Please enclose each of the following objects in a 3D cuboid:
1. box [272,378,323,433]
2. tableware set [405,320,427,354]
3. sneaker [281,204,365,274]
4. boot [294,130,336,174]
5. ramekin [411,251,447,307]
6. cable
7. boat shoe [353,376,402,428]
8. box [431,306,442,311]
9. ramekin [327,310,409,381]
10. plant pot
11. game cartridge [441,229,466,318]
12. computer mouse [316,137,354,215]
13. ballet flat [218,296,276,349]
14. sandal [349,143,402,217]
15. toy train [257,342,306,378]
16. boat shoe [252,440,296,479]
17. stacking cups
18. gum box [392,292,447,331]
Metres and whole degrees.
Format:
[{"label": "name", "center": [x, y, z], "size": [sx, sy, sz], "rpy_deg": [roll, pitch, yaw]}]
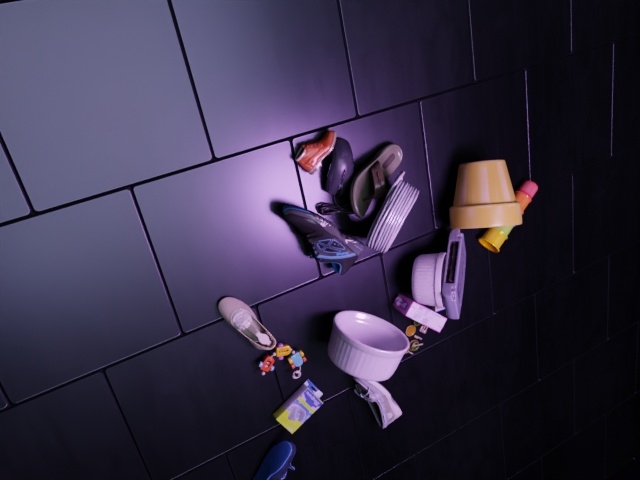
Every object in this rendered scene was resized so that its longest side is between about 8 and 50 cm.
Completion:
[{"label": "box", "center": [-0.074, 0.607, 1.906], "size": [0.178, 0.042, 0.109], "rpy_deg": [-43, 120, -9]}, {"label": "tableware set", "center": [0.378, 0.383, 2.086], "size": [0.104, 0.024, 0.154], "rpy_deg": [30, 90, -31]}, {"label": "sneaker", "center": [0.000, 0.000, 1.709], "size": [0.341, 0.125, 0.139], "rpy_deg": [32, 91, -31]}, {"label": "boot", "center": [-0.014, -0.295, 1.651], "size": [0.085, 0.059, 0.157], "rpy_deg": [35, 89, -27]}, {"label": "ramekin", "center": [0.408, 0.144, 1.931], "size": [0.207, 0.109, 0.206], "rpy_deg": [2, 90, -68]}, {"label": "cable", "center": [0.237, -0.079, 1.746], "size": [0.089, 0.257, 0.257], "rpy_deg": [27, 70, 5]}, {"label": "boat shoe", "center": [0.209, 0.613, 2.018], "size": [0.103, 0.118, 0.320], "rpy_deg": [-44, 127, -14]}, {"label": "box", "center": [0.485, 0.225, 2.092], "size": [0.081, 0.028, 0.136], "rpy_deg": [-14, 110, -24]}, {"label": "ramekin", "center": [0.158, 0.370, 1.828], "size": [0.278, 0.277, 0.135], "rpy_deg": [9, 109, -30]}, {"label": "plant pot", "center": [0.601, -0.169, 1.917], "size": [0.254, 0.254, 0.238], "rpy_deg": [-5, 94, -26]}, {"label": "game cartridge", "center": [0.502, 0.131, 1.949], "size": [0.198, 0.062, 0.297], "rpy_deg": [69, 31, -51]}, {"label": "computer mouse", "center": [0.095, -0.201, 1.734], "size": [0.184, 0.060, 0.261], "rpy_deg": [3, 104, -28]}, {"label": "ballet flat", "center": [-0.231, 0.276, 1.697], "size": [0.086, 0.086, 0.248], "rpy_deg": [-46, 120, -8]}, {"label": "sandal", "center": [0.194, -0.208, 1.737], "size": [0.302, 0.086, 0.120], "rpy_deg": [-54, 134, -18]}, {"label": "toy train", "center": [-0.134, 0.416, 1.816], "size": [0.166, 0.046, 0.125], "rpy_deg": [23, 95, -28]}, {"label": "boat shoe", "center": [-0.165, 0.833, 1.909], "size": [0.089, 0.109, 0.258], "rpy_deg": [26, 109, -38]}, {"label": "stacking cups", "center": [0.768, -0.101, 2.099], "size": [0.096, 0.096, 0.316], "rpy_deg": [41, 85, -31]}, {"label": "gum box", "center": [0.373, 0.273, 1.989], "size": [0.189, 0.107, 0.062], "rpy_deg": [28, 91, -25]}]
